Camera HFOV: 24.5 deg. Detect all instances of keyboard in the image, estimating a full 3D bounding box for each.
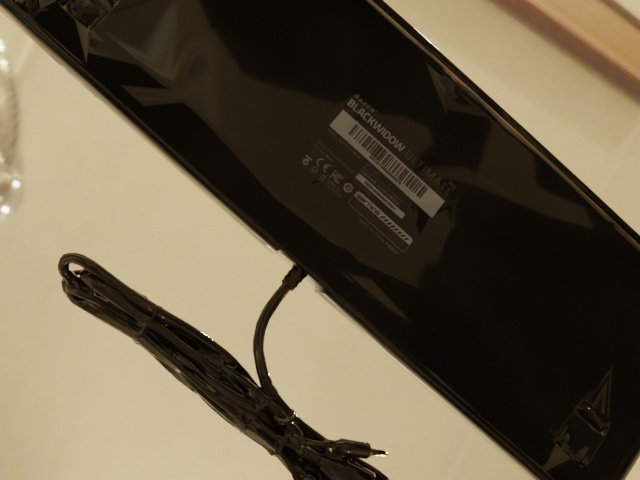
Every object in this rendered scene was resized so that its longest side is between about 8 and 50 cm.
[{"bbox_3d":[0.000,0.000,0.586,0.201,0.317,0.033,-51,-176,-26],"label":"keyboard"}]
